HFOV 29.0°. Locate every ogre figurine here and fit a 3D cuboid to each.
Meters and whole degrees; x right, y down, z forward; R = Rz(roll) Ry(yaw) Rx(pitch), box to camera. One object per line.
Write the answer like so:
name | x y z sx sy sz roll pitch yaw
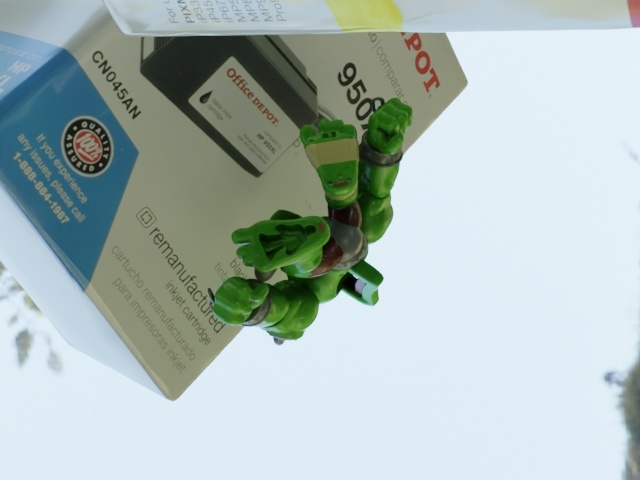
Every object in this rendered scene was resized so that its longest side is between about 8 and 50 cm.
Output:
ogre figurine | 0.000 0.000 0.878 0.118 0.097 0.197 78 -152 -58

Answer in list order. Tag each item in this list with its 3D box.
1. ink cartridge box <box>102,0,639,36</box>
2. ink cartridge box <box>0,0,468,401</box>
ink cartridge box | 0.077 -0.246 0.619 0.279 0.385 0.160 -63 -37 -35
ink cartridge box | -0.096 -0.119 0.996 0.395 0.166 0.285 -47 -50 -21
